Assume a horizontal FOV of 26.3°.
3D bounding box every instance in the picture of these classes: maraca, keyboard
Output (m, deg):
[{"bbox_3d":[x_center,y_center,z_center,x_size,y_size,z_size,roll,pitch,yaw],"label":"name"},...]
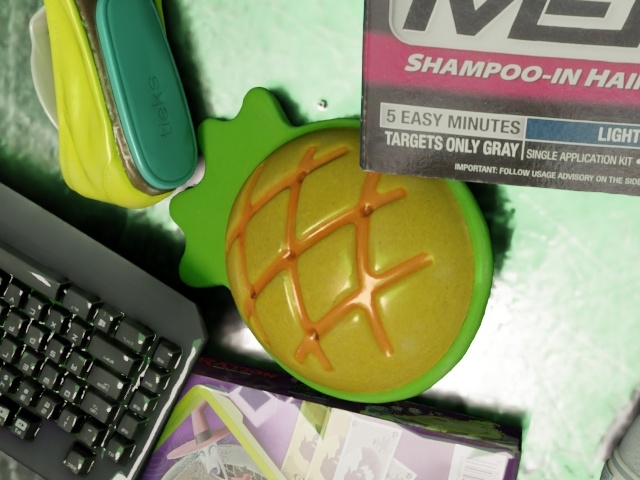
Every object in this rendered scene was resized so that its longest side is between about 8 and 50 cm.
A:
[{"bbox_3d":[0.000,0.000,0.642,0.186,0.099,0.127,30,100,33],"label":"maraca"},{"bbox_3d":[-0.223,0.048,0.700,0.317,0.033,0.201,29,104,16],"label":"keyboard"}]

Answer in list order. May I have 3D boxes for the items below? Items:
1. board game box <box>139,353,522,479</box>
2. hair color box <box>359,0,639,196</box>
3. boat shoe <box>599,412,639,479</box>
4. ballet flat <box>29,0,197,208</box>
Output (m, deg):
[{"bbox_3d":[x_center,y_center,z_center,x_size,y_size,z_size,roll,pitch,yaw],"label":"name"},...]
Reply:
[{"bbox_3d":[-0.032,0.241,0.703,0.208,0.056,0.346,12,99,5],"label":"board game box"},{"bbox_3d":[0.106,-0.189,0.513,0.174,0.105,0.347,4,124,6],"label":"hair color box"},{"bbox_3d":[0.242,0.137,0.616,0.227,0.079,0.081,27,106,10],"label":"boat shoe"},{"bbox_3d":[-0.114,-0.128,0.662,0.077,0.077,0.231,-2,99,39],"label":"ballet flat"}]
